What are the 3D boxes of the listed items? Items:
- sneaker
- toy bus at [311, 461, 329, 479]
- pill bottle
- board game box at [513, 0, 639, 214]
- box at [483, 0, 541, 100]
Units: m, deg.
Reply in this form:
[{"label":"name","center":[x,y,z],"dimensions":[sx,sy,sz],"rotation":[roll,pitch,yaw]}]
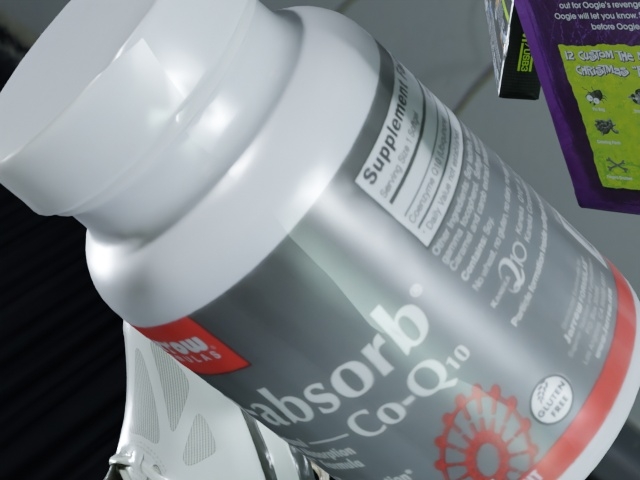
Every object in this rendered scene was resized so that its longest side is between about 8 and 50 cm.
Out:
[{"label":"sneaker","center":[-0.137,0.265,1.097],"dimensions":[0.169,0.257,0.448],"rotation":[12,117,60]},{"label":"toy bus","center":[-0.063,0.122,1.353],"dimensions":[0.191,0.202,0.104],"rotation":[23,167,-9]},{"label":"pill bottle","center":[0.000,0.000,0.833],"dimensions":[0.363,0.210,0.210],"rotation":[40,144,-25]},{"label":"board game box","center":[0.220,-0.091,0.544],"dimensions":[0.346,0.056,0.208],"rotation":[10,136,46]},{"label":"box","center":[0.182,-0.252,1.307],"dimensions":[0.045,0.191,0.184],"rotation":[5,127,-3]}]
